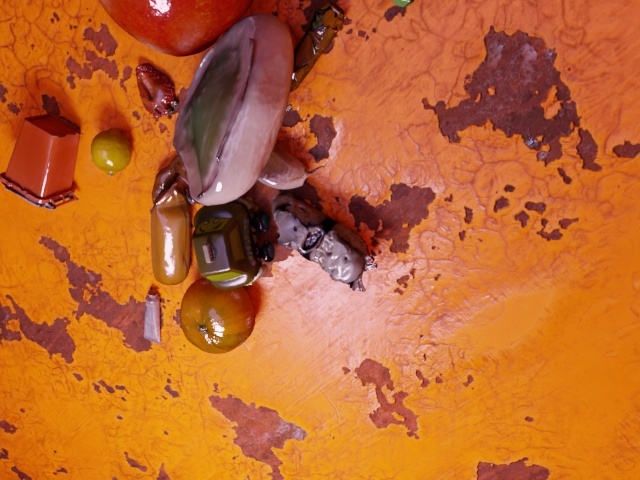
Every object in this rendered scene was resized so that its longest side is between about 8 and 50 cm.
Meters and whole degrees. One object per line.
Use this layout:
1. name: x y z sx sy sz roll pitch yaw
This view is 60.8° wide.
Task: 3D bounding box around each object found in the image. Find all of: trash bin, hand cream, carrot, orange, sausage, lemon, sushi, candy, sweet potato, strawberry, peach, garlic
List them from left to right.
1. trash bin: -0.780 -0.225 1.564 0.184 0.161 0.238 32 115 3
2. lemon: -0.580 -0.245 1.513 0.109 0.109 0.133 5 99 17
3. hand cream: -0.541 0.249 1.759 0.067 0.043 0.209 20 123 12
4. strawberry: -0.438 -0.391 1.434 0.104 0.048 0.152 -30 104 24
5. sweet potato: -0.429 -0.177 1.526 0.056 0.056 0.195 36 113 1
6. sausage: -0.427 -0.024 1.556 0.112 0.112 0.328 15 119 12
7. peach: -0.304 -0.581 1.130 0.389 0.388 0.388 7 115 16
8. orange: -0.304 0.222 1.587 0.240 0.171 0.240 8 116 16
9. candy: -0.182 -0.298 1.236 0.186 0.386 0.426 12 120 -31
10. garlic: -0.099 -0.193 1.386 0.198 0.090 0.128 34 107 7
11. carrot: -0.027 -0.442 1.265 0.069 0.069 0.228 40 120 -1
12. sushi: 0.000 0.000 1.408 0.332 0.130 0.124 32 119 4

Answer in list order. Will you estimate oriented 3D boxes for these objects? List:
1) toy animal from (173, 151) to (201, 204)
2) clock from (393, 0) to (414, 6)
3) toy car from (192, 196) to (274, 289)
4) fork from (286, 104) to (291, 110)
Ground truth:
1. toy animal: -0.347 -0.182 1.480 0.179 0.089 0.188 -28 107 42
2. clock: 0.115 -0.626 1.107 0.220 0.106 0.255 19 118 10
3. toy car: -0.253 0.011 1.445 0.204 0.198 0.247 -9 95 19
4. fork: -0.120 -0.315 1.380 0.115 0.012 0.016 -24 107 21
